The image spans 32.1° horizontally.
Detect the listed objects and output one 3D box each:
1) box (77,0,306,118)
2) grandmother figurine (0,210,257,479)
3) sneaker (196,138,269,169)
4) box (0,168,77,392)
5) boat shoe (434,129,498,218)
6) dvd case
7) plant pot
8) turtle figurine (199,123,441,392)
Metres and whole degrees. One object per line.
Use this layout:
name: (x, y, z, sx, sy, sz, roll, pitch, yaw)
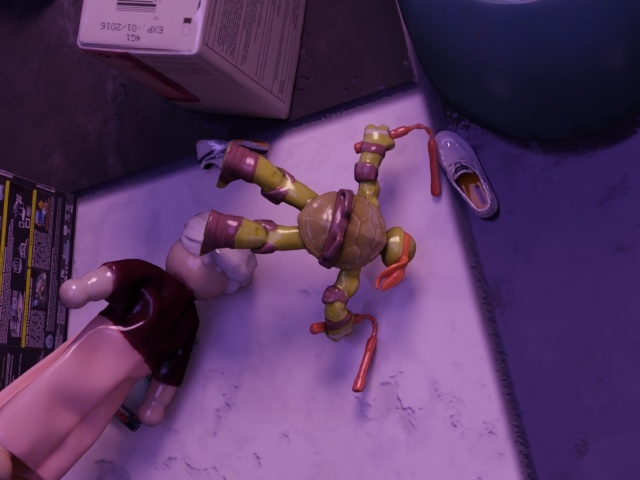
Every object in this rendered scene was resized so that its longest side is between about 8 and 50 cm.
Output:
box: (-0.117, -0.221, 1.092, 0.127, 0.232, 0.148, 6, 83, 20)
grandmother figurine: (-0.193, 0.096, 1.080, 0.104, 0.208, 0.342, 32, 65, 29)
sneaker: (-0.091, -0.090, 1.175, 0.083, 0.032, 0.037, 1, 95, 23)
box: (-0.335, 0.066, 1.129, 0.060, 0.216, 0.270, 0, 82, 19)
boat shoe: (0.140, -0.067, 1.087, 0.035, 0.035, 0.100, -29, 74, 12)
dvd case: (-0.195, 0.129, 1.180, 0.087, 0.013, 0.119, 35, 92, 20)
plant pot: (0.196, -0.259, 0.994, 0.293, 0.235, 0.293, -3, 80, 18)
turtle figurine: (0.000, 0.000, 1.057, 0.217, 0.087, 0.269, 15, 91, -7)
